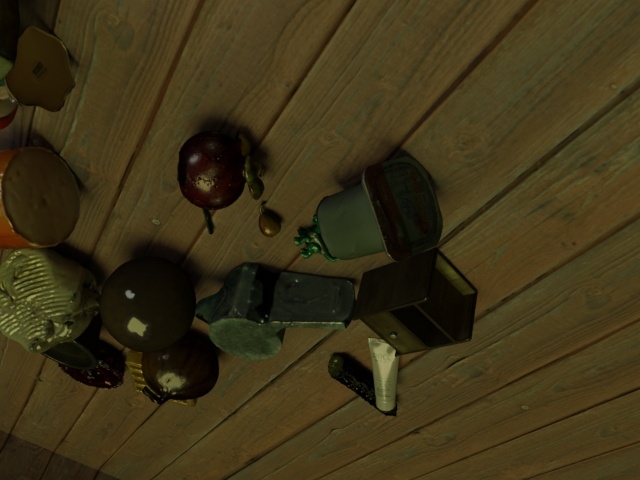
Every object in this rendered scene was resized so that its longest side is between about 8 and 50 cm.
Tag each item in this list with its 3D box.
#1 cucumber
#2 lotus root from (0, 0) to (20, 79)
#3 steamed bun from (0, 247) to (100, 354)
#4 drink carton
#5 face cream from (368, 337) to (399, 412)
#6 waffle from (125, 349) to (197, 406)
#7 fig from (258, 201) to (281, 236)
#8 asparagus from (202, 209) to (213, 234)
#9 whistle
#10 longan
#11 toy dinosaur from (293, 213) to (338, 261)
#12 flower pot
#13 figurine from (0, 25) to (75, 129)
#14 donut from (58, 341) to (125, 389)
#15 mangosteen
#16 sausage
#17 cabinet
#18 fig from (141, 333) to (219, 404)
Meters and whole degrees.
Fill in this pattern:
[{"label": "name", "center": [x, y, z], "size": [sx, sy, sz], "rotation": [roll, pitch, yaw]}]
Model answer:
[{"label": "cucumber", "center": [0.136, 0.431, 2.014], "size": [0.072, 0.072, 0.300], "rotation": [-23, 129, 39]}, {"label": "lotus root", "center": [-0.632, -0.405, 1.178], "size": [0.267, 0.260, 0.149], "rotation": [-7, 170, 21]}, {"label": "steamed bun", "center": [-0.749, 0.151, 1.909], "size": [0.280, 0.268, 0.207], "rotation": [36, -175, 7]}, {"label": "drink carton", "center": [0.111, -0.043, 1.364], "size": [0.189, 0.191, 0.186], "rotation": [-23, 89, 48]}, {"label": "face cream", "center": [0.181, 0.370, 1.915], "size": [0.092, 0.058, 0.244], "rotation": [5, 122, 15]}, {"label": "waffle", "center": [-0.525, 0.463, 2.311], "size": [0.221, 0.055, 0.248], "rotation": [13, 141, 6]}, {"label": "fig", "center": [-0.120, -0.048, 1.559], "size": [0.050, 0.050, 0.083], "rotation": [-6, 118, 27]}, {"label": "asparagus", "center": [-0.269, -0.063, 1.616], "size": [0.015, 0.018, 0.127], "rotation": [42, 154, 38]}, {"label": "whistle", "center": [-0.116, 0.161, 1.711], "size": [0.404, 0.168, 0.188], "rotation": [-20, 130, 32]}, {"label": "longan", "center": [-0.439, 0.167, 1.775], "size": [0.258, 0.258, 0.258], "rotation": [11, 141, 9]}, {"label": "toy dinosaur", "center": [0.000, 0.000, 1.563], "size": [0.096, 0.059, 0.132], "rotation": [-18, 121, 29]}, {"label": "flower pot", "center": [-0.757, 0.270, 2.093], "size": [0.235, 0.148, 0.235], "rotation": [12, 145, 9]}, {"label": "figurine", "center": [-0.632, -0.317, 1.342], "size": [0.257, 0.181, 0.208], "rotation": [-8, 175, 30]}, {"label": "donut", "center": [-0.758, 0.413, 2.312], "size": [0.235, 0.089, 0.235], "rotation": [10, 140, 9]}, {"label": "mangosteen", "center": [-0.200, -0.143, 1.397], "size": [0.180, 0.166, 0.166], "rotation": [-7, 142, -11]}, {"label": "sausage", "center": [-0.740, -0.091, 1.595], "size": [0.287, 0.233, 0.233], "rotation": [-1, 138, 24]}, {"label": "cabinet", "center": [0.216, 0.152, 1.586], "size": [0.215, 0.148, 0.175], "rotation": [-21, 128, 39]}, {"label": "fig", "center": [-0.425, 0.388, 2.078], "size": [0.235, 0.214, 0.235], "rotation": [-9, 149, -5]}]
